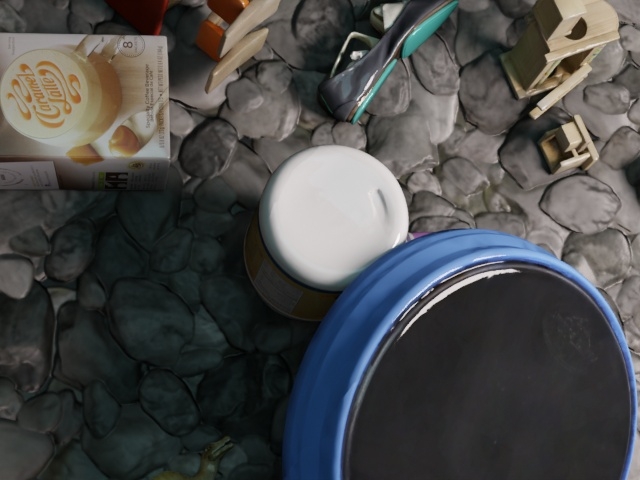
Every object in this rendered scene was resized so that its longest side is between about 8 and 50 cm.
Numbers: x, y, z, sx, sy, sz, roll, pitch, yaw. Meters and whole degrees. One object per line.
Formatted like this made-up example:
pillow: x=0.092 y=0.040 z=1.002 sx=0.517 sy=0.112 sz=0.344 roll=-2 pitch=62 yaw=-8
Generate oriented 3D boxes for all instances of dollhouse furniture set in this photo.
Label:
dollhouse furniture set: x=-0.178 y=-0.294 z=1.434 sx=0.262 sy=0.259 sz=0.135 roll=40 pitch=62 yaw=5
dollhouse furniture set: x=0.292 y=-0.180 z=1.521 sx=0.101 sy=0.182 sz=0.161 roll=-20 pitch=78 yaw=-15

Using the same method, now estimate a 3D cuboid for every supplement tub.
supplement tub: x=0.000 y=0.000 z=1.409 sx=0.144 sy=0.199 sz=0.144 roll=2 pitch=74 yaw=-9

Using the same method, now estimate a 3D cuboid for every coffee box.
coffee box: x=-0.282 y=-0.131 z=1.451 sx=0.247 sy=0.098 sz=0.141 roll=-1 pitch=74 yaw=-10

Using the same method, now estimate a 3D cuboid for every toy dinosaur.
toy dinosaur: x=-0.145 y=0.273 z=1.392 sx=0.183 sy=0.053 sz=0.092 roll=-36 pitch=67 yaw=-25

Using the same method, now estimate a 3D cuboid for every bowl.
bowl: x=0.148 y=0.186 z=1.344 sx=0.391 sy=0.077 sz=0.391 roll=-5 pitch=100 yaw=-32

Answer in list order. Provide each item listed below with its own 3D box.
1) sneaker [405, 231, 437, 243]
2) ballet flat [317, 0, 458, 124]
sneaker: x=0.152 y=0.125 z=1.454 sx=0.161 sy=0.102 sz=0.282 roll=2 pitch=74 yaw=-12
ballet flat: x=0.069 y=-0.218 z=1.554 sx=0.074 sy=0.074 sz=0.203 roll=40 pitch=74 yaw=3
